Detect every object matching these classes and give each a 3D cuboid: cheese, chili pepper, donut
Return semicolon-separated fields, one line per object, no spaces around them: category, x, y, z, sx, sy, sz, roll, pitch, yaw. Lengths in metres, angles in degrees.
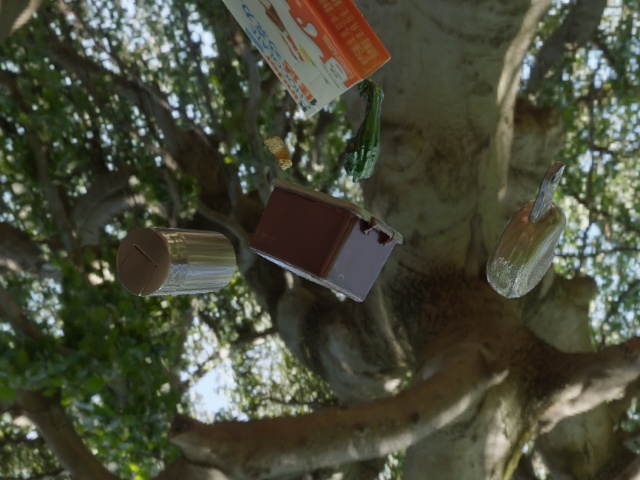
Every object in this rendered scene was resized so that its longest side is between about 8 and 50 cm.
cheese;0.362;-0.021;1.385;0.082;0.286;0.163;34;-128;22
chili pepper;0.101;-0.241;1.866;0.074;0.256;0.100;-1;-152;-28
donut;-0.096;-0.206;1.912;0.038;0.083;0.067;-26;176;9

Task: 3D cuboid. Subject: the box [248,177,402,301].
box;0.000;0.000;1.702;0.294;0.193;0.167;21;-99;45

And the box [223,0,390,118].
box;-0.052;-0.274;0.912;0.048;0.273;0.265;-38;-173;-10

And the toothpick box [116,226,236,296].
toothpick box;-0.233;0.034;1.339;0.111;0.111;0.181;13;-174;29
